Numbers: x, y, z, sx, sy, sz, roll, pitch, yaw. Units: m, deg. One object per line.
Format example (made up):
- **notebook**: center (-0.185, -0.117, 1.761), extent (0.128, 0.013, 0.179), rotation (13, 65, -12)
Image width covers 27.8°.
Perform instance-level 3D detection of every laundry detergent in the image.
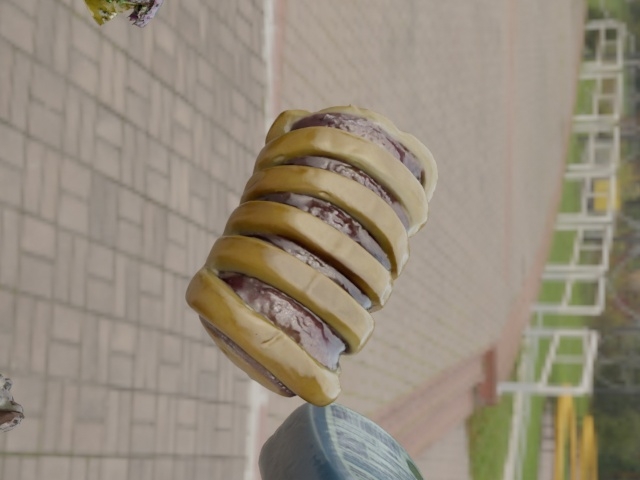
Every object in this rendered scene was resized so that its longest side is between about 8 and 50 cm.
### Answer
- **laundry detergent**: center (0.031, 0.209, 0.862), extent (0.143, 0.094, 0.290), rotation (44, 6, -12)

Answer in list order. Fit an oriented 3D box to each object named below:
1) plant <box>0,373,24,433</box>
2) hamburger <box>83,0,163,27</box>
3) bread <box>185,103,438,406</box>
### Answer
- **plant**: center (-0.324, 0.113, 0.868), extent (0.204, 0.234, 0.178), rotation (-56, 167, 9)
- **hamburger**: center (-0.152, -0.261, 1.022), extent (0.164, 0.093, 0.189), rotation (53, 44, -28)
- **bread**: center (0.000, 0.000, 0.911), extent (0.225, 0.134, 0.081), rotation (-64, -168, -27)
